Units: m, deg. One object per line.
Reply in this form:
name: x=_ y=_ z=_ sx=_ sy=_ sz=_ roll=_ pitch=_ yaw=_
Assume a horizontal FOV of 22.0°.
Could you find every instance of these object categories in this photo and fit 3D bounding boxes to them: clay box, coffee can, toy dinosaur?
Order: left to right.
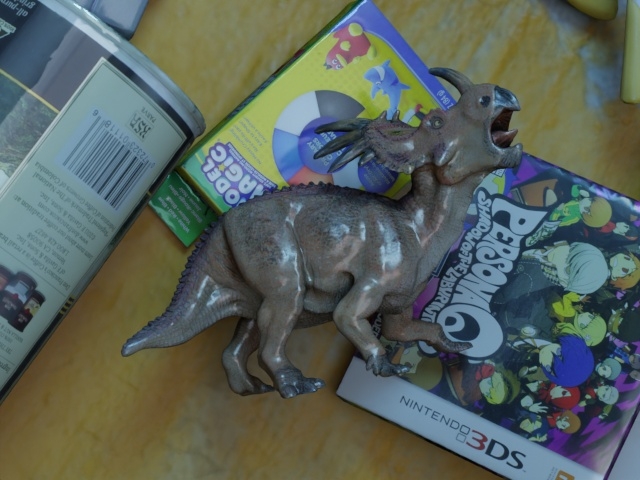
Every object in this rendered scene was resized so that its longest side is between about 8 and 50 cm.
coffee can: x=-0.236 y=-0.025 z=1.098 sx=0.201 sy=0.201 sz=0.275 roll=37 pitch=81 yaw=-12
clay box: x=-0.009 y=-0.062 z=1.232 sx=0.222 sy=0.053 sz=0.127 roll=-44 pitch=102 yaw=-11
toy dinosaur: x=0.000 y=0.000 z=1.154 sx=0.296 sy=0.127 sz=0.200 roll=-12 pitch=89 yaw=-1

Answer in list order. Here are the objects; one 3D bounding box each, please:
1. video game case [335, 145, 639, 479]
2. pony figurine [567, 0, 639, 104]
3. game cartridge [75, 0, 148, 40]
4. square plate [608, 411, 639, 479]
video game case: x=0.154 y=0.059 z=1.234 sx=0.210 sy=0.042 sz=0.232 roll=25 pitch=85 yaw=16
pony figurine: x=0.275 y=-0.337 z=1.219 sx=0.351 sy=0.303 sz=0.363 roll=-30 pitch=113 yaw=-4
game cartridge: x=-0.163 y=-0.347 z=1.190 sx=0.230 sy=0.068 sz=0.355 roll=25 pitch=84 yaw=-17
square plate: x=0.335 y=0.273 z=1.326 sx=0.347 sy=0.049 sz=0.344 roll=-4 pitch=92 yaw=-14
